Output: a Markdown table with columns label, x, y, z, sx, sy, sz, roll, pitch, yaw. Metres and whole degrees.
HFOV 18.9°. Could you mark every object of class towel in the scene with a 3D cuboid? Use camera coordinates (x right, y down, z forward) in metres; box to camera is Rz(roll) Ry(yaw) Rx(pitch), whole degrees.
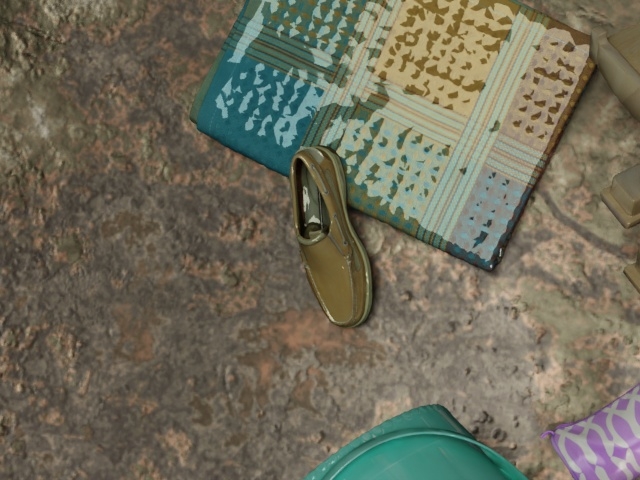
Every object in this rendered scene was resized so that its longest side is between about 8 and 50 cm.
| label | x | y | z | sx | sy | sz | roll | pitch | yaw |
| --- | --- | --- | --- | --- | --- | --- | --- | --- | --- |
| towel | 0.074 | -0.162 | 1.986 | 0.370 | 0.040 | 0.271 | 27 | 90 | 16 |

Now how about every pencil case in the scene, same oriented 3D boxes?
| label | x | y | z | sx | sy | sz | roll | pitch | yaw |
| --- | --- | --- | --- | --- | --- | --- | --- | --- | --- |
| pencil case | 0.319 | 0.165 | 1.833 | 0.206 | 0.086 | 0.088 | -36 | 86 | 7 |

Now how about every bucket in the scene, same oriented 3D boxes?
| label | x | y | z | sx | sy | sz | roll | pitch | yaw |
| --- | --- | --- | --- | --- | --- | --- | --- | --- | --- |
| bucket | 0.079 | 0.296 | 1.790 | 0.281 | 0.281 | 0.183 | -42 | 68 | 5 |

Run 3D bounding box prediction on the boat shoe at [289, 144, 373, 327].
| label | x | y | z | sx | sy | sz | roll | pitch | yaw |
| --- | --- | --- | --- | --- | --- | --- | --- | --- | --- |
| boat shoe | 0.000 | 0.000 | 1.940 | 0.068 | 0.072 | 0.190 | -16 | 91 | 24 |

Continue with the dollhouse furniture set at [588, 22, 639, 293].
| label | x | y | z | sx | sy | sz | roll | pitch | yaw |
| --- | --- | --- | --- | --- | --- | --- | --- | --- | --- |
| dollhouse furniture set | 0.346 | -0.100 | 1.847 | 0.303 | 0.173 | 0.355 | -24 | 55 | -15 |
